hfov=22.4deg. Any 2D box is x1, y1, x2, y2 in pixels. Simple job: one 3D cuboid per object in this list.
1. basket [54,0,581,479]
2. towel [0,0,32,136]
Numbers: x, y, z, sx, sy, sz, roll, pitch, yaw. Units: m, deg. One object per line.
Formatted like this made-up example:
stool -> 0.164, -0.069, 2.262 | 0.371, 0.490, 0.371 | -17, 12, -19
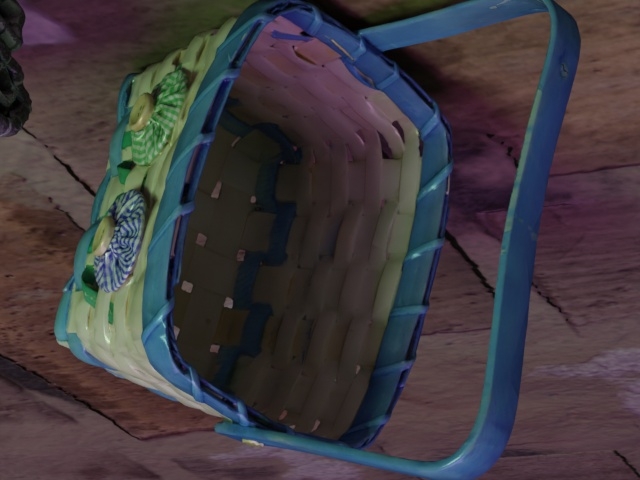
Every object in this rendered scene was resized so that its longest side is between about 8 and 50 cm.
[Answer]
basket -> 0.000, 0.000, 0.878 | 0.289, 0.254, 0.201 | -3, 156, 39
towel -> -0.297, -0.119, 0.770 | 0.235, 0.121, 0.283 | -11, 154, 12
